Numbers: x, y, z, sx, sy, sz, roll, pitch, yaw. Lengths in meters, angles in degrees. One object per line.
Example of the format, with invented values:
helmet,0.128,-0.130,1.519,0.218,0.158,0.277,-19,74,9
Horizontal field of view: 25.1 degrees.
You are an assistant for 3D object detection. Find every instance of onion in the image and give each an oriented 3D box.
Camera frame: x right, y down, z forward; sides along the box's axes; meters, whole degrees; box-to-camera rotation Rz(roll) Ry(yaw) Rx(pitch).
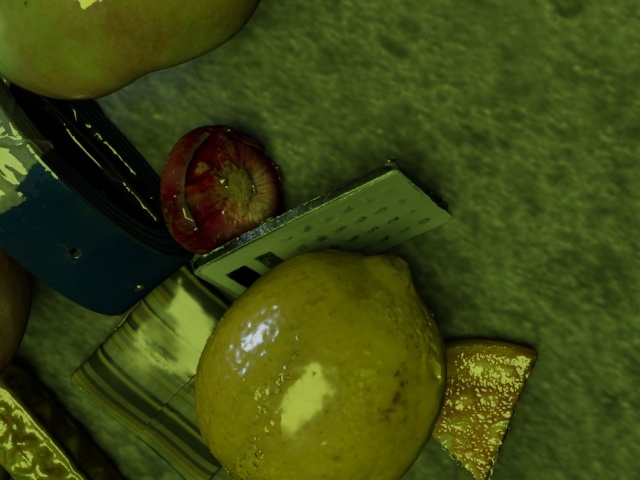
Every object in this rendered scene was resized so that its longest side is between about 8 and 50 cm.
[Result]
onion,-0.127,-0.053,1.593,0.140,0.150,0.150,-1,109,51

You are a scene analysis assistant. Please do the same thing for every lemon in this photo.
lemon,0.005,0.145,1.522,0.258,0.258,0.310,30,101,2

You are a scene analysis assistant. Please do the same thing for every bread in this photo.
bread,-0.327,0.254,1.712,0.098,0.087,0.269,-41,97,-11

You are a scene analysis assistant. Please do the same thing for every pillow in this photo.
pillow,-0.155,0.159,1.676,0.208,0.052,0.212,41,105,-2

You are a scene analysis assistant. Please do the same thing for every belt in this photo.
belt,-0.293,-0.071,1.553,0.117,0.212,0.347,-37,108,19

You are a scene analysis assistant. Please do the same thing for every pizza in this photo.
pizza,0.177,0.191,1.626,0.185,0.036,0.176,-23,97,20

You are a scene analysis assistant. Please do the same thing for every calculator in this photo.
calculator,0.000,0.000,1.560,0.262,0.161,0.021,-27,61,18

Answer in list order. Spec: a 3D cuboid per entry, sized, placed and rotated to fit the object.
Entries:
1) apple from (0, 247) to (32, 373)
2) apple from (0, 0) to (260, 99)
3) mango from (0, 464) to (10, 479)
apple,-0.470,0.076,1.585,0.345,0.344,0.269,-36,126,18
apple,-0.221,-0.295,1.433,0.319,0.319,0.277,-20,101,16
mango,-0.498,0.318,1.735,0.254,0.175,0.139,-46,53,13
